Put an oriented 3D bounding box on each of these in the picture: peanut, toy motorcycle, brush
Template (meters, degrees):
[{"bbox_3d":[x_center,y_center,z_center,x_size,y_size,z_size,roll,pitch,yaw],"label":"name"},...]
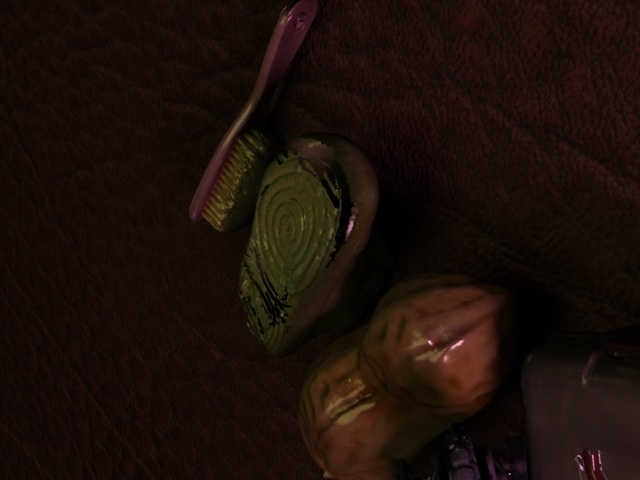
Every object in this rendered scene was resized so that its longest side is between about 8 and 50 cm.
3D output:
[{"bbox_3d":[0.072,0.120,0.828,0.305,0.147,0.147,-49,60,47],"label":"peanut"},{"bbox_3d":[0.120,0.236,0.730,0.307,0.108,0.173,64,-166,-68],"label":"toy motorcycle"},{"bbox_3d":[-0.058,-0.120,1.027,0.067,0.072,0.313,39,128,13],"label":"brush"}]

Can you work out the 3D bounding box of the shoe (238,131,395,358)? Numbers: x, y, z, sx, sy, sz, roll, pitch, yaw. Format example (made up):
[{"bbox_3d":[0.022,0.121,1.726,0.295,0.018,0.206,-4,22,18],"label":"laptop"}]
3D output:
[{"bbox_3d":[-0.006,0.001,0.919,0.140,0.128,0.262,46,136,23],"label":"shoe"}]

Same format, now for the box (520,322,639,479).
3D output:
[{"bbox_3d":[0.240,0.128,0.618,0.210,0.129,0.148,2,100,53],"label":"box"}]
